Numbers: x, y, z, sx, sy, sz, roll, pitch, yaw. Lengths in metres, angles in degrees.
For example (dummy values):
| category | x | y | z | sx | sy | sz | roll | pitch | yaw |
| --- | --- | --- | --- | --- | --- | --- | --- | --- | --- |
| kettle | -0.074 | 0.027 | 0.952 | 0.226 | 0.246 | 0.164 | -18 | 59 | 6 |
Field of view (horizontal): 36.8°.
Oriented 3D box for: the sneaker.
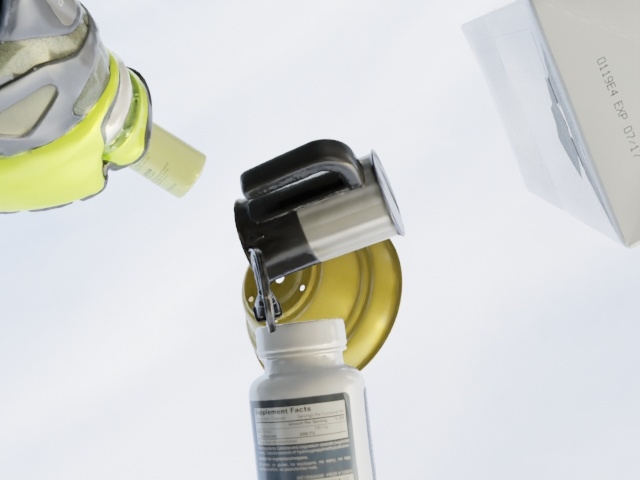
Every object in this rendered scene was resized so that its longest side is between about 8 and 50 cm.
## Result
| category | x | y | z | sx | sy | sz | roll | pitch | yaw |
| --- | --- | --- | --- | --- | --- | --- | --- | --- | --- |
| sneaker | -0.237 | -0.071 | 0.439 | 0.300 | 0.121 | 0.111 | -12 | -125 | -1 |

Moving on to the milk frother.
| category | x | y | z | sx | sy | sz | roll | pitch | yaw |
| --- | --- | --- | --- | --- | --- | --- | --- | --- | --- |
| milk frother | 0.000 | 0.000 | 0.826 | 0.135 | 0.129 | 0.143 | -20 | -112 | 11 |

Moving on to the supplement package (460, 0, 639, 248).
| category | x | y | z | sx | sy | sz | roll | pitch | yaw |
| --- | --- | --- | --- | --- | --- | --- | --- | --- | --- |
| supplement package | 0.183 | -0.101 | 0.569 | 0.134 | 0.139 | 0.244 | -23 | -171 | 4 |

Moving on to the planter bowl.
| category | x | y | z | sx | sy | sz | roll | pitch | yaw |
| --- | --- | --- | --- | --- | --- | --- | --- | --- | --- |
| planter bowl | -0.023 | 0.055 | 1.085 | 0.217 | 0.090 | 0.217 | -18 | -122 | 32 |

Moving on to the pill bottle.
| category | x | y | z | sx | sy | sz | roll | pitch | yaw |
| --- | --- | --- | --- | --- | --- | --- | --- | --- | --- |
| pill bottle | -0.009 | 0.164 | 0.864 | 0.108 | 0.108 | 0.180 | -8 | -96 | 15 |

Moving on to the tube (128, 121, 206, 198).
| category | x | y | z | sx | sy | sz | roll | pitch | yaw |
| --- | --- | --- | --- | --- | --- | --- | --- | --- | --- |
| tube | -0.242 | -0.131 | 1.070 | 0.070 | 0.240 | 0.062 | -52 | -158 | 11 |
